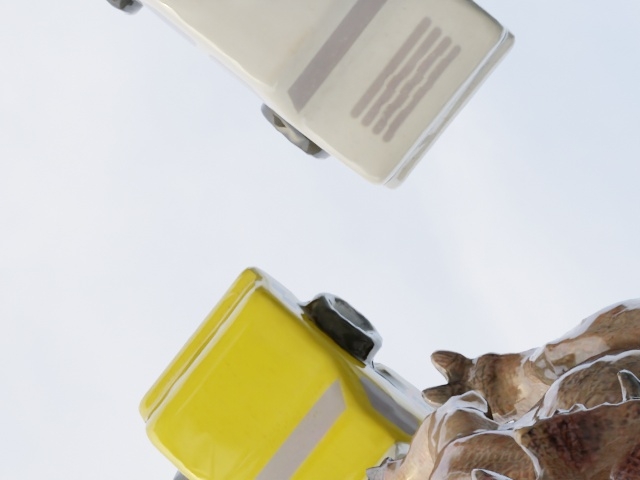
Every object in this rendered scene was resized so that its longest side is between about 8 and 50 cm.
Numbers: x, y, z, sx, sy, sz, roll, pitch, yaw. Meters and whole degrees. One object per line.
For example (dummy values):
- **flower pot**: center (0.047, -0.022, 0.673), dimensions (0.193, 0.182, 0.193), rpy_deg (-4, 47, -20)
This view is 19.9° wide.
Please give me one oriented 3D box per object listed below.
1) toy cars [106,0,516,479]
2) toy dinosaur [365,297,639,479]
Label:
- **toy cars**: center (0.000, 0.000, 0.695), dimensions (0.176, 0.394, 0.087), rpy_deg (-11, -170, 3)
- **toy dinosaur**: center (0.109, 0.064, 0.554), dimensions (0.127, 0.200, 0.296), rpy_deg (45, -130, -1)
